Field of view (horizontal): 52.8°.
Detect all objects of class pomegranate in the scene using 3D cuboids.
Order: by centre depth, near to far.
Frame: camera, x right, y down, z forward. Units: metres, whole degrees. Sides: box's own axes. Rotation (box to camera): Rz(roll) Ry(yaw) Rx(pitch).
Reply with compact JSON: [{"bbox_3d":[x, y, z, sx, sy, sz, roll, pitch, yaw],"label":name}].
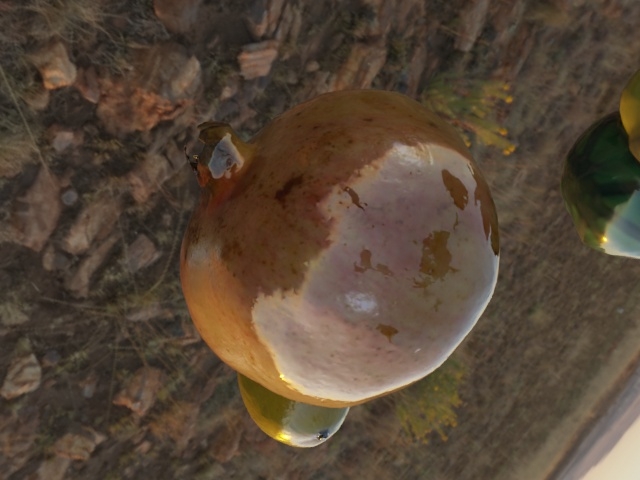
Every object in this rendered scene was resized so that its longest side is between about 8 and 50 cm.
[{"bbox_3d":[0.000,0.000,0.653,0.338,0.338,0.338,-36,148,-27],"label":"pomegranate"}]

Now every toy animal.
[{"bbox_3d":[0.419,-0.119,0.748,0.191,0.216,0.338,10,138,-31],"label":"toy animal"}]

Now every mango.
[{"bbox_3d":[-0.055,0.186,1.085,0.195,0.331,0.142,-30,148,14],"label":"mango"}]
